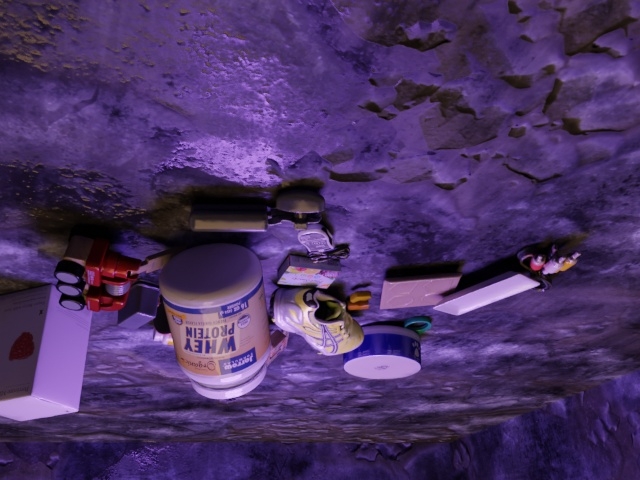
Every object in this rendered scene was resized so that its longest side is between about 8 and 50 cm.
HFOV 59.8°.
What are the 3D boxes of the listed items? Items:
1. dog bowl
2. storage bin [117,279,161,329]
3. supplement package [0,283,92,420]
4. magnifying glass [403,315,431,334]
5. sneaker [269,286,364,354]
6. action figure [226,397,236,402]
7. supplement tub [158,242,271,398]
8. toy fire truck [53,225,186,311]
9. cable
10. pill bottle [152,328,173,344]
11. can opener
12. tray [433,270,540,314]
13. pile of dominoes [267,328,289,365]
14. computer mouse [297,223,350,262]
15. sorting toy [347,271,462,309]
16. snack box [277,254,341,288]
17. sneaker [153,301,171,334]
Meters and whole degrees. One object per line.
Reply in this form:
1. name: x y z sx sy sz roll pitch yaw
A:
1. dog bowl: 0.208 0.384 1.891 0.265 0.104 0.265 1 150 1
2. storage bin: -0.480 0.177 1.479 0.135 0.091 0.098 -29 142 35
3. supplement package: -0.731 0.291 1.435 0.178 0.292 0.175 -13 149 11
4. magnifying glass: 0.318 0.311 1.892 0.092 0.026 0.231 -3 147 -3
5. sneaker: 0.024 0.238 1.587 0.147 0.145 0.385 -12 152 35
6. action figure: -0.314 0.412 1.801 0.141 0.164 0.275 -34 139 -21
7. supplement tub: -0.235 0.189 1.300 0.229 0.228 0.316 -5 121 -1
8. toy fire truck: -0.454 0.073 1.282 0.247 0.158 0.217 14 145 -12
9. cable: 0.595 0.091 1.514 0.140 0.072 0.287 -2 150 6
10. pill bottle: -0.445 0.285 1.691 0.116 0.065 0.065 11 146 -24
11. can opener: -0.132 -0.063 1.168 0.281 0.074 0.093 -4 115 -6
12. tray: 0.461 0.146 1.564 0.270 0.030 0.145 -29 147 34
13. pile of dominoes: -0.155 0.366 1.770 0.040 0.196 0.251 38 151 15
14. computer mouse: 0.000 0.000 1.306 0.106 0.042 0.193 -7 155 13
15. sorting toy: 0.231 0.143 1.585 0.308 0.041 0.229 -5 154 -1
16. snack box: -0.031 0.082 1.439 0.141 0.037 0.100 8 149 -20
17. sneaker: -0.299 0.188 1.539 0.314 0.115 0.136 -13 165 17
